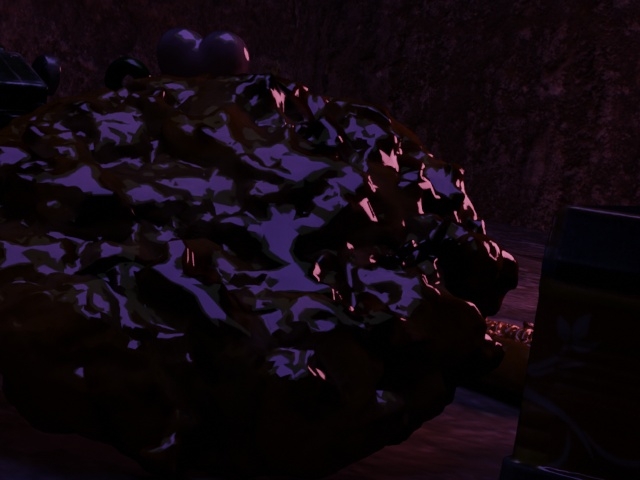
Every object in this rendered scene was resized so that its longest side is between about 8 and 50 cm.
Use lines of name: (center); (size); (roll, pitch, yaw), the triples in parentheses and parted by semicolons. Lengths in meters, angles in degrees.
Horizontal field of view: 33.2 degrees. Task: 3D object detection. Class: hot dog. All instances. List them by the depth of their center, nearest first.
hot dog: (0.131, 0.082, 0.818); (0.072, 0.055, 0.188); (6, 5, -39)

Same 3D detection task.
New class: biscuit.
biscuit: (-0.039, -0.004, 0.600); (0.334, 0.081, 0.289); (-13, 49, -33)

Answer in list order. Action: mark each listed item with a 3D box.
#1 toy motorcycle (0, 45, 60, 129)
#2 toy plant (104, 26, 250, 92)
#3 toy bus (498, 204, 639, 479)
toy motorcycle: (-0.243, -0.049, 0.790); (0.125, 0.187, 0.274); (1, 28, -33)
toy plant: (-0.081, -0.039, 0.813); (0.243, 0.232, 0.112); (34, 32, 0)
toy bus: (0.203, 0.060, 0.585); (0.138, 0.167, 0.275); (10, 5, 25)
